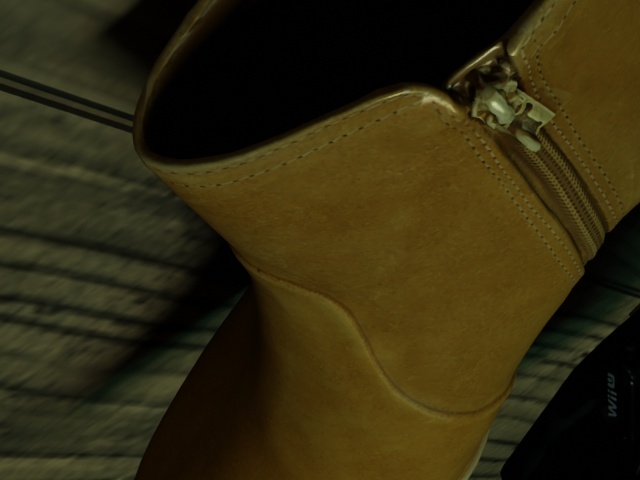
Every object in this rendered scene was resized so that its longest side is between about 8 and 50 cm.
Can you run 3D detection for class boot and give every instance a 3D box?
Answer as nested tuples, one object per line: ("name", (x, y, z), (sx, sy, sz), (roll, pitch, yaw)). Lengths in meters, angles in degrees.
("boot", (0.001, 0.000, 0.542), (0.295, 0.104, 0.211), (-43, 153, 16))

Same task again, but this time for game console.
("game console", (0.144, 0.053, 0.760), (0.213, 0.044, 0.361), (-38, 166, -20))

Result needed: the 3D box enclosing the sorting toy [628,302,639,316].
("sorting toy", (0.246, -0.052, 0.841), (0.274, 0.046, 0.132), (-27, 161, -15))
